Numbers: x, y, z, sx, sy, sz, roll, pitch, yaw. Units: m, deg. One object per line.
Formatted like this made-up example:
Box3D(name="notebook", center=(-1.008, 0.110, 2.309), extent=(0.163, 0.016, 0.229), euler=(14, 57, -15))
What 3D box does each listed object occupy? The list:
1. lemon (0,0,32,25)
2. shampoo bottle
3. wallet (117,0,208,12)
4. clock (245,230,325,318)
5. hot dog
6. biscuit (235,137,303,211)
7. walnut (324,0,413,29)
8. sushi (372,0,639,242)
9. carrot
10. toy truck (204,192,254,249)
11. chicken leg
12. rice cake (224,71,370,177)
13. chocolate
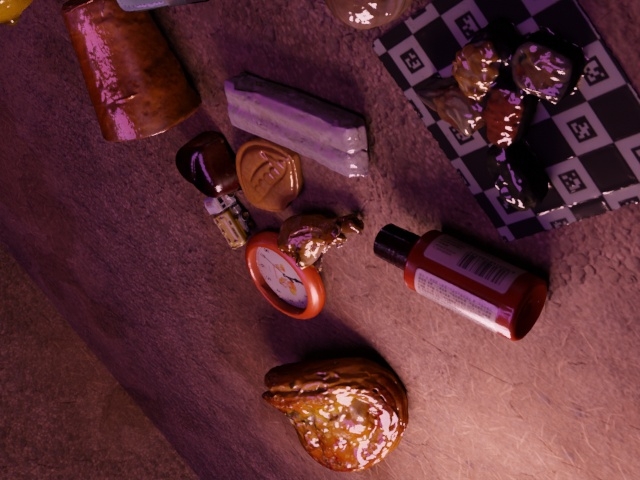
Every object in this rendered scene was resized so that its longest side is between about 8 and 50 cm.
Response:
Box3D(name="lemon", center=(-0.652, -0.545, 1.699), extent=(0.260, 0.260, 0.284), euler=(15, 159, 44))
Box3D(name="shampoo bottle", center=(0.204, 0.050, 1.409), extent=(0.278, 0.104, 0.104), euler=(27, 143, 32))
Box3D(name="wallet", center=(-0.207, -0.432, 1.331), extent=(0.250, 0.075, 0.176), euler=(-3, 130, 20))
Box3D(name="clock", center=(-0.071, 0.069, 1.832), extent=(0.205, 0.051, 0.205), euler=(32, 144, 27))
Box3D(name="hot dog", center=(0.014, 0.355, 1.922), extent=(0.267, 0.174, 0.387), euler=(53, 148, -11))
Box3D(name="biscuit", center=(-0.098, -0.122, 1.678), extent=(0.142, 0.029, 0.221), euler=(51, 150, -2))
Box3D(name="walnut", center=(0.061, -0.342, 1.120), extent=(0.140, 0.140, 0.162), euler=(39, 149, 17))
Box3D(name="sushi", center=(0.239, -0.155, 1.176), extent=(0.359, 0.064, 0.343), euler=(54, 149, -9))
Box3D(name="carrot", center=(-0.344, -0.327, 1.625), extent=(0.196, 0.196, 0.254), euler=(10, 128, 47))
Box3D(name="toy truck", center=(-0.185, -0.047, 1.838), extent=(0.052, 0.063, 0.123), euler=(-7, 119, 55))
Box3D(name="chicken leg", center=(-0.001, -0.003, 1.633), extent=(0.207, 0.085, 0.101), euler=(-12, 72, 48))
Box3D(name="rice cake", center=(-0.043, -0.196, 1.503), extent=(0.298, 0.050, 0.106), euler=(27, 143, 33))
Box3D(name="chocolate", center=(-0.216, -0.142, 1.756), extent=(0.149, 0.080, 0.125), euler=(43, 149, 13))
